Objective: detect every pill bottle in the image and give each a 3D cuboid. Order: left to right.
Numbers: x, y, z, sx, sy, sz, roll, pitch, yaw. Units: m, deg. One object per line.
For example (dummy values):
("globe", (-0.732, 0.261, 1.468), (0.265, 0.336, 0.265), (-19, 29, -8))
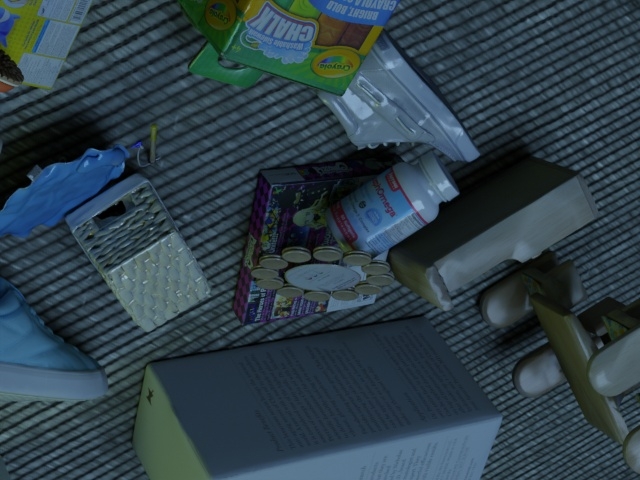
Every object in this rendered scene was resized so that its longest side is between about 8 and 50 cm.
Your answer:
("pill bottle", (0.092, -0.044, 1.944), (0.160, 0.087, 0.087), (-33, 139, 11))

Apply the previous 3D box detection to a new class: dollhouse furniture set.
("dollhouse furniture set", (0.299, 0.124, 2.130), (0.256, 0.362, 0.394), (-30, 109, -9))

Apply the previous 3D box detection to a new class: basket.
("basket", (-0.215, 0.019, 1.846), (0.113, 0.103, 0.167), (-32, 146, -5))

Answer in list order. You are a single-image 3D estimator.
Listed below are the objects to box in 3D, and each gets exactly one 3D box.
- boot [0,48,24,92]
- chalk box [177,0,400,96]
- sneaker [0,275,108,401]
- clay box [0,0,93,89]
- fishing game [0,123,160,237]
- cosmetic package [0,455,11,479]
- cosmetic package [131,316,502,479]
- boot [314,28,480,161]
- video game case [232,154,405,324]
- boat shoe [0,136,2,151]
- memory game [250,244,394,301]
("boot", (-0.381, -0.173, 1.547), (0.158, 0.059, 0.085), (18, 122, -33))
("chalk box", (-0.038, -0.283, 1.661), (0.180, 0.179, 0.289), (11, 119, -39))
("sneaker", (-0.367, 0.114, 1.830), (0.366, 0.135, 0.150), (23, 68, -65))
("clay box", (-0.358, -0.237, 1.580), (0.222, 0.053, 0.127), (9, 123, -38))
("fishing game", (-0.303, -0.061, 1.744), (0.264, 0.041, 0.189), (-30, 170, -9))
("cosmetic package", (-0.472, 0.405, 1.992), (0.151, 0.151, 0.184), (-9, 131, -27))
("cosmetic package", (-0.005, 0.264, 2.126), (0.453, 0.230, 0.162), (-7, 130, -28))
("boot", (0.095, -0.156, 1.942), (0.123, 0.095, 0.258), (-37, 132, 12))
("video game case", (0.000, 0.000, 2.035), (0.210, 0.042, 0.232), (-9, 130, -28))
("boat shoe", (-0.469, 0.003, 1.647), (0.095, 0.112, 0.335), (33, 84, -29))
("memory game", (0.003, 0.043, 1.958), (0.186, 0.012, 0.186), (2, 157, 1))
